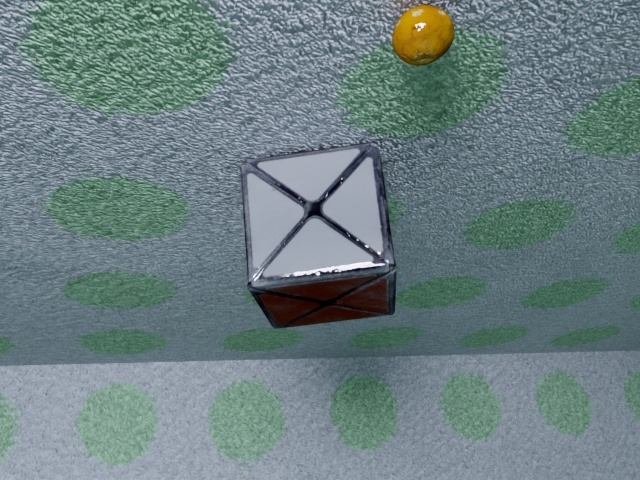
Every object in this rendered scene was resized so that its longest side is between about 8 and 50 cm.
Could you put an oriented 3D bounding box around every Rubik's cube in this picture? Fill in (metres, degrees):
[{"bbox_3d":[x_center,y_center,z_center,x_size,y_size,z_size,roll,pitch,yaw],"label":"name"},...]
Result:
[{"bbox_3d":[0.000,0.000,1.192,0.254,0.260,0.259,-6,153,3],"label":"Rubik's cube"}]

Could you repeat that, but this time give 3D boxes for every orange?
[{"bbox_3d":[0.135,-0.272,0.854,0.083,0.070,0.083,-3,167,-1],"label":"orange"}]
